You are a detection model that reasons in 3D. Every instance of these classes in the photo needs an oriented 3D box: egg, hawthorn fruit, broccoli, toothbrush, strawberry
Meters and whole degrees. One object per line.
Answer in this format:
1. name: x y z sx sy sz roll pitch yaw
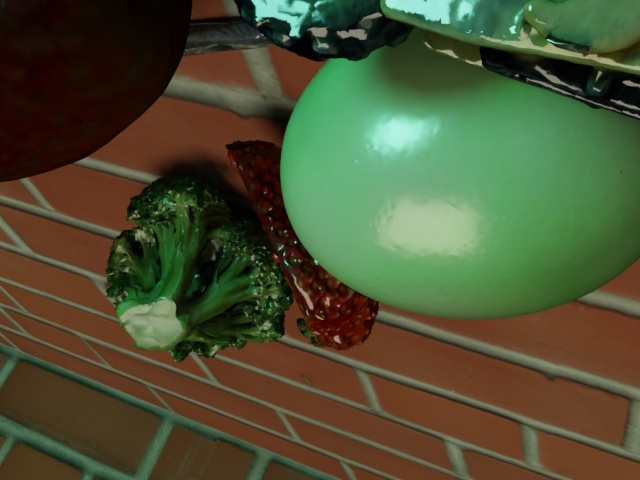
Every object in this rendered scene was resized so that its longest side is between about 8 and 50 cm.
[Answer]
1. egg: 0.106 -0.056 0.555 0.270 0.220 0.220 -15 144 4
2. hawthorn fruit: -0.241 -0.194 0.585 0.308 0.308 0.325 37 143 -18
3. broccoli: -0.163 0.050 1.040 0.269 0.241 0.261 -19 113 19
4. toothbrush: -0.067 -0.181 0.724 0.413 0.035 0.042 5 155 38
5. strawberry: 0.002 0.004 0.831 0.175 0.107 0.236 -121 9 -45

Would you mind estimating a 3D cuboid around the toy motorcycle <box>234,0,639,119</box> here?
1. toy motorcycle: 0.154 -0.151 0.363 0.410 0.237 0.169 23 -168 14
